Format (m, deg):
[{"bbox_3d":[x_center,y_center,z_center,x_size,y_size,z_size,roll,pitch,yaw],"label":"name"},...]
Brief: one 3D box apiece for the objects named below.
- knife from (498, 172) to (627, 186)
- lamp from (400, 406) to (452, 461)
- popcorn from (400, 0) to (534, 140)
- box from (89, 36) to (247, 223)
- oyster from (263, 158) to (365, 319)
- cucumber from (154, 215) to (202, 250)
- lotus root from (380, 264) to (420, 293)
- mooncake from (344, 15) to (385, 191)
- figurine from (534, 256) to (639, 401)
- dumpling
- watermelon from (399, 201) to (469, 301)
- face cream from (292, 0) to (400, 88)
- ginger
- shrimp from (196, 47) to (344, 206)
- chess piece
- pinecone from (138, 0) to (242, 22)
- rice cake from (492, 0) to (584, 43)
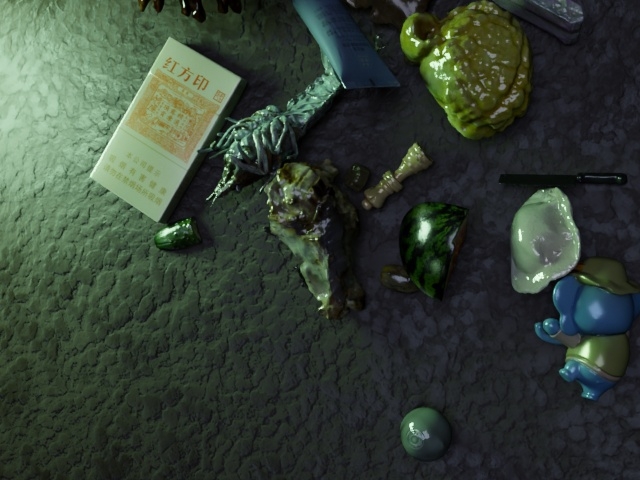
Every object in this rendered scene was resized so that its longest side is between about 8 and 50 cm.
[{"bbox_3d":[0.473,-0.116,1.789,0.245,0.072,0.019,1,112,15],"label":"knife"},{"bbox_3d":[0.208,0.382,1.805,0.105,0.105,0.105,-1,86,15],"label":"lamp"},{"bbox_3d":[0.309,-0.353,1.795,0.225,0.174,0.286,-33,84,-4],"label":"popcorn"},{"bbox_3d":[-0.336,-0.243,2.020,0.204,0.051,0.365,32,95,15],"label":"box"},{"bbox_3d":[-0.006,0.002,1.867,0.197,0.133,0.337,-15,103,-18],"label":"oyster"},{"bbox_3d":[-0.320,-0.010,2.010,0.107,0.035,0.067,-19,83,15],"label":"cucumber"},{"bbox_3d":[0.170,0.081,1.864,0.099,0.049,0.054,15,88,10],"label":"lotus root"},{"bbox_3d":[0.094,-0.281,1.904,0.150,0.057,0.347,-18,73,44],"label":"mooncake"},{"bbox_3d":[0.505,0.157,1.717,0.180,0.154,0.262,21,84,8],"label":"figurine"},{"bbox_3d":[0.433,-0.009,1.744,0.151,0.124,0.229,-21,54,49],"label":"dumpling"},{"bbox_3d":[0.219,0.023,1.803,0.137,0.193,0.145,38,63,-23],"label":"watermelon"},{"bbox_3d":[0.021,-0.442,1.871,0.385,0.135,0.086,60,141,29],"label":"face cream"},{"bbox_3d":[0.130,-0.531,1.902,0.333,0.080,0.166,48,111,16],"label":"ginger"},{"bbox_3d":[-0.099,-0.233,1.911,0.410,0.166,0.221,-36,43,-4],"label":"shrimp"},{"bbox_3d":[0.152,-0.125,1.880,0.172,0.060,0.060,-41,77,12],"label":"chess piece"},{"bbox_3d":[-0.250,-0.633,1.869,0.397,0.397,0.398,-1,86,15],"label":"pinecone"},{"bbox_3d":[0.391,-0.492,1.817,0.298,0.106,0.050,35,85,15],"label":"rice cake"}]
